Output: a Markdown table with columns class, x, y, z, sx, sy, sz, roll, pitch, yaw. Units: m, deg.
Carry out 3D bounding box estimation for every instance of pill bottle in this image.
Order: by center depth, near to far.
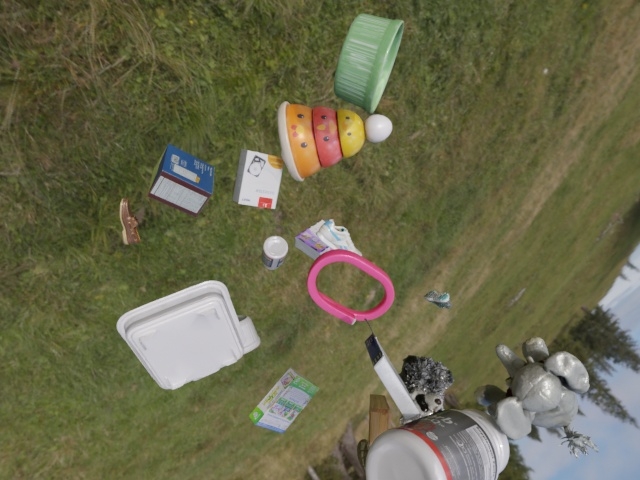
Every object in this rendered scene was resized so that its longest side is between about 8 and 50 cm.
| class | x | y | z | sx | sy | sz | roll | pitch | yaw |
| --- | --- | --- | --- | --- | --- | --- | --- | --- | --- |
| pill bottle | 0.295 | 0.529 | 1.027 | 0.362 | 0.210 | 0.210 | 7 | 125 | -44 |
| pill bottle | -0.209 | 0.063 | 1.901 | 0.107 | 0.108 | 0.180 | -31 | 166 | -24 |

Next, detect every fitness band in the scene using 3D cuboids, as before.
| class | x | y | z | sx | sy | sz | roll | pitch | yaw |
| --- | --- | --- | --- | --- | --- | --- | --- | --- | --- |
| fitness band | 0.094 | 0.149 | 1.345 | 0.209 | 0.290 | 0.054 | -53 | -165 | 20 |

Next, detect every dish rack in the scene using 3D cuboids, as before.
| class | x | y | z | sx | sy | sz | roll | pitch | yaw |
| --- | --- | --- | --- | --- | --- | --- | --- | --- | --- |
| dish rack | -0.354 | 0.278 | 1.162 | 0.285 | 0.072 | 0.333 | -22 | 135 | -15 |

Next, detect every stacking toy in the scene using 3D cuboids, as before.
| class | x | y | z | sx | sy | sz | roll | pitch | yaw |
| --- | --- | --- | --- | --- | --- | --- | --- | --- | --- |
| stacking toy | 0.071 | -0.469 | 1.865 | 0.478 | 0.351 | 0.351 | -10 | 153 | 9 |

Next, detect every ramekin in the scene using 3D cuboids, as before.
| class | x | y | z | sx | sy | sz | roll | pitch | yaw |
| --- | --- | --- | --- | --- | --- | --- | --- | --- | --- |
| ramekin | 0.157 | -0.599 | 1.438 | 0.303 | 0.148 | 0.304 | 21 | 90 | -84 |
| ramekin | -0.400 | 0.408 | 1.814 | 0.272 | 0.127 | 0.273 | -13 | -177 | 1 |

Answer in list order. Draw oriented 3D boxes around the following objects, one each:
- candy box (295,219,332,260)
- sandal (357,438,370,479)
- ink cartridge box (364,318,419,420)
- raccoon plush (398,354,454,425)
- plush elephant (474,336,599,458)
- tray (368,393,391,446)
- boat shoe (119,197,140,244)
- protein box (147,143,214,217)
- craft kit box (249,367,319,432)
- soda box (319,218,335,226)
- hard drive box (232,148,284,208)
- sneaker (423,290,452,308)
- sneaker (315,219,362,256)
| class | x | y | z | sx | sy | sz | roll | pitch | yaw |
| --- | --- | --- | --- | --- | --- | --- | --- | --- | --- |
| candy box | 0.000 | 0.000 | 2.104 | 0.196 | 0.164 | 0.070 | -33 | 144 | -36 |
| sandal | 0.164 | 0.714 | 1.358 | 0.048 | 0.180 | 0.072 | -17 | 180 | -33 |
| ink cartridge box | 0.171 | 0.337 | 1.152 | 0.045 | 0.224 | 0.223 | -30 | -179 | 1 |
| raccoon plush | 0.393 | 0.677 | 1.733 | 0.447 | 0.215 | 0.299 | 92 | 18 | -52 |
| plush elephant | 0.556 | 0.383 | 1.127 | 0.271 | 0.330 | 0.255 | -39 | 121 | 2 |
| tray | 0.221 | 0.716 | 1.621 | 0.076 | 0.203 | 0.411 | 2 | 167 | 6 |
| boat shoe | -0.697 | -0.070 | 1.567 | 0.060 | 0.064 | 0.178 | -2 | 111 | -10 |
| protein box | -0.538 | -0.233 | 1.666 | 0.201 | 0.200 | 0.136 | 26 | 122 | -30 |
| craft kit box | -0.141 | 0.665 | 1.763 | 0.247 | 0.061 | 0.250 | -46 | 143 | -8 |
| soda box | 0.049 | -0.023 | 2.325 | 0.062 | 0.058 | 0.183 | -19 | 103 | -31 |
| hard drive box | -0.273 | -0.270 | 1.884 | 0.180 | 0.089 | 0.233 | 5 | 102 | -31 |
| sneaker | 0.547 | 0.283 | 1.990 | 0.065 | 0.076 | 0.166 | -37 | -166 | -16 |
| sneaker | 0.092 | 0.005 | 1.732 | 0.228 | 0.087 | 0.092 | 34 | 103 | -27 |
